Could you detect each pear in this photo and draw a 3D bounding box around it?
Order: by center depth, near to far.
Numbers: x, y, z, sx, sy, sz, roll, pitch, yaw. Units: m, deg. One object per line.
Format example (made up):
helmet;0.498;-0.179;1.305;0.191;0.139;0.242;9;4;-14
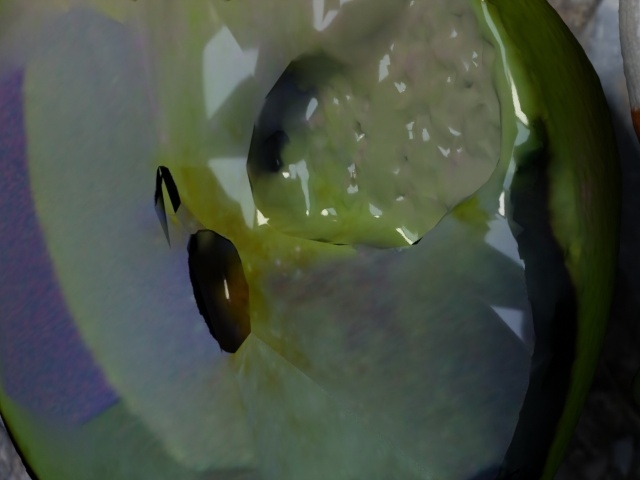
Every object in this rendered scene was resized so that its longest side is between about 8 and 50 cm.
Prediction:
pear;0.002;-0.004;0.824;0.399;0.165;0.399;8;101;44

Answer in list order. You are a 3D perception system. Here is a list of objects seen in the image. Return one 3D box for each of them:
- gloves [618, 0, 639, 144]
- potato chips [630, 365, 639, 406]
gloves;0.184;-0.132;0.654;0.218;0.131;0.140;-54;33;13
potato chips;0.274;0.127;0.579;0.429;0.070;0.358;-37;76;54
